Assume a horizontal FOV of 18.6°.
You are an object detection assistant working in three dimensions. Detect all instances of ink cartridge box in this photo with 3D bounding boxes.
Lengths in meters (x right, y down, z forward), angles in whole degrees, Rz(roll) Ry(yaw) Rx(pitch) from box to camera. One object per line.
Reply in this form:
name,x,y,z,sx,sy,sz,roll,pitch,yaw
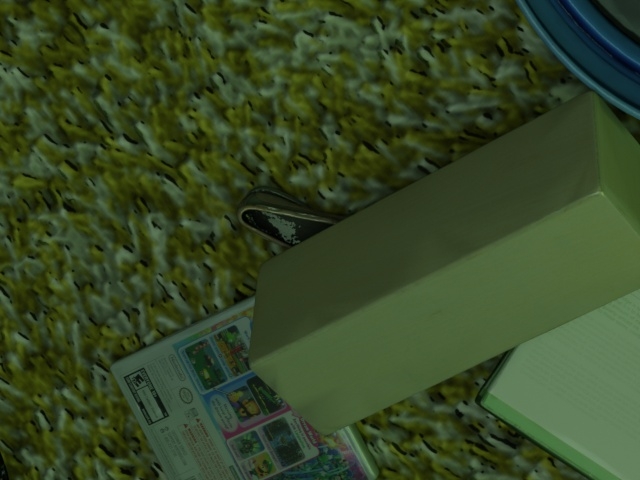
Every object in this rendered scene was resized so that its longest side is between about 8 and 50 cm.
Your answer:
ink cartridge box,0.237,0.057,1.308,0.171,0.056,0.235,33,87,2

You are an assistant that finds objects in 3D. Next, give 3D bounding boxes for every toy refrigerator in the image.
toy refrigerator,0.089,0.021,1.272,0.269,0.102,0.094,-29,124,26

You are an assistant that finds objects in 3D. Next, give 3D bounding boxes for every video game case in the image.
video game case,-0.055,0.129,1.407,0.143,0.019,0.157,-26,96,16

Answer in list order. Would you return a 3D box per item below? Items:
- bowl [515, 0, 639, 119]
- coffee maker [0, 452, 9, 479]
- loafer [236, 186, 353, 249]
bowl,0.290,-0.252,1.209,0.391,0.077,0.391,3,104,11
coffee maker,-0.299,0.252,1.452,0.178,0.120,0.171,-12,77,14
loafer,0.000,0.000,1.352,0.125,0.039,0.045,20,107,7
